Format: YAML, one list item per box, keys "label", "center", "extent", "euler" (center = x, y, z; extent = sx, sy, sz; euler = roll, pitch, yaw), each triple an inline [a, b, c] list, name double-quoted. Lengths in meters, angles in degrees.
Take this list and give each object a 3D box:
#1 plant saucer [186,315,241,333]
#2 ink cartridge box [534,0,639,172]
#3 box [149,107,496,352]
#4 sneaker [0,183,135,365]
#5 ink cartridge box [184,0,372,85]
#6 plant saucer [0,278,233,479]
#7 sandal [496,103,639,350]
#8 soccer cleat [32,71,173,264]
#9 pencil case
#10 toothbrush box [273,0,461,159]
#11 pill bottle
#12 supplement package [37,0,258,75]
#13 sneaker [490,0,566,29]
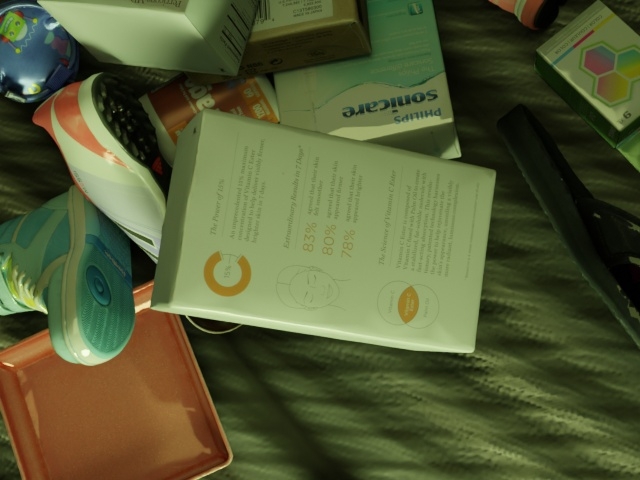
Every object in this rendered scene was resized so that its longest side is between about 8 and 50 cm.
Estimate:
- label: "plant saucer"
  center: [-0.127, 0.031, 1.313]
  extent: [0.029, 0.168, 0.168]
  euler: [9, 74, 41]
- label: "ink cartridge box"
  center: [0.382, -0.193, 1.331]
  extent: [0.109, 0.062, 0.209]
  euler: [-39, 72, -4]
- label: "box"
  center: [0.000, 0.000, 1.204]
  extent: [0.346, 0.168, 0.214]
  euler: [11, 82, -16]
- label: "sneaker"
  center: [-0.347, 0.067, 1.311]
  extent: [0.208, 0.127, 0.319]
  euler: [-24, 34, 8]
- label: "ink cartridge box"
  center: [-0.064, -0.311, 1.299]
  extent: [0.235, 0.088, 0.193]
  euler: [-9, 71, 13]
- label: "plant saucer"
  center: [-0.265, 0.215, 1.332]
  extent: [0.259, 0.047, 0.259]
  euler: [-25, 70, 2]
- label: "sandal"
  center: [0.355, 0.009, 1.212]
  extent: [0.107, 0.168, 0.445]
  euler: [-35, 69, 19]
- label: "soccer cleat"
  center: [-0.234, -0.058, 1.315]
  extent: [0.117, 0.318, 0.108]
  euler: [-14, 31, 26]
- label: "pencil case"
  center: [-0.376, -0.256, 1.370]
  extent: [0.119, 0.306, 0.133]
  euler: [-43, 111, -1]
- label: "toothbrush box"
  center: [0.051, -0.241, 1.367]
  extent: [0.217, 0.126, 0.295]
  euler: [-12, 71, 9]
- label: "pill bottle"
  center: [-0.165, -0.161, 1.386]
  extent: [0.216, 0.121, 0.121]
  euler: [-31, 71, 0]
- label: "supplement package"
  center: [-0.180, -0.319, 1.206]
  extent: [0.194, 0.149, 0.203]
  euler: [9, 75, 21]
- label: "sneaker"
  center: [0.307, -0.438, 1.390]
  extent: [0.136, 0.116, 0.313]
  euler: [28, 81, 18]
